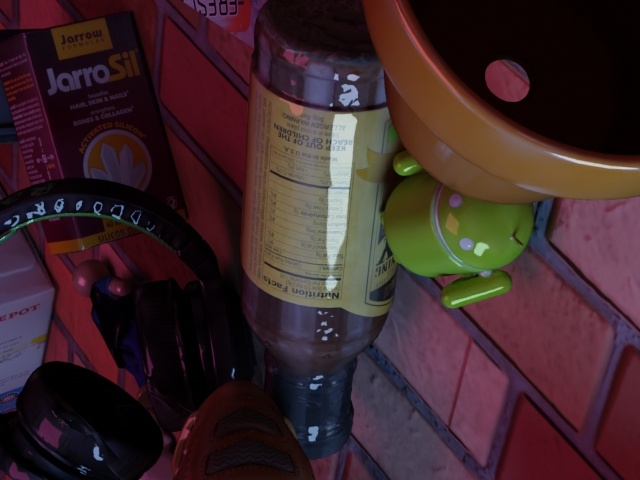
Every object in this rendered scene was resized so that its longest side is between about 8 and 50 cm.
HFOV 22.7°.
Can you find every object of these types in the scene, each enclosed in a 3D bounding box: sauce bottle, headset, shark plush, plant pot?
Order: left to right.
[{"bbox_3d":[-0.145,0.137,1.279,0.394,0.243,0.185,51,-174,-20],"label":"headset"},{"bbox_3d":[-0.134,0.235,1.519,0.161,0.073,0.067,20,145,31],"label":"shark plush"},{"bbox_3d":[0.000,0.000,1.072,0.111,0.111,0.344,45,142,40],"label":"sauce bottle"},{"bbox_3d":[0.109,-0.103,0.760,0.188,0.205,0.205,122,126,-72],"label":"plant pot"}]

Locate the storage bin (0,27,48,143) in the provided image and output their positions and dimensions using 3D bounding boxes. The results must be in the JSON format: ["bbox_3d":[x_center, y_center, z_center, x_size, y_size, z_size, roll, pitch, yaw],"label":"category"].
[{"bbox_3d":[-0.274,-0.146,1.454,0.098,0.135,0.091,29,118,51],"label":"storage bin"}]

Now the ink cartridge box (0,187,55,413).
[{"bbox_3d":[-0.414,0.080,1.763,0.168,0.171,0.233,56,147,27],"label":"ink cartridge box"}]

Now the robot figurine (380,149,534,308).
[{"bbox_3d":[0.083,-0.013,0.963,0.115,0.067,0.101,-10,99,60],"label":"robot figurine"}]

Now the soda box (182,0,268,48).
[{"bbox_3d":[-0.058,-0.190,1.115,0.183,0.063,0.058,38,136,46],"label":"soda box"}]

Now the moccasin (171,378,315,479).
[{"bbox_3d":[-0.071,0.264,1.176,0.147,0.139,0.380,-99,7,-51],"label":"moccasin"}]

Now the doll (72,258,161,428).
[{"bbox_3d":[-0.185,0.085,1.500,0.129,0.046,0.189,91,153,-47],"label":"doll"}]

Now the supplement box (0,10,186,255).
[{"bbox_3d":[-0.198,-0.092,1.366,0.081,0.104,0.188,-6,100,60],"label":"supplement box"}]
